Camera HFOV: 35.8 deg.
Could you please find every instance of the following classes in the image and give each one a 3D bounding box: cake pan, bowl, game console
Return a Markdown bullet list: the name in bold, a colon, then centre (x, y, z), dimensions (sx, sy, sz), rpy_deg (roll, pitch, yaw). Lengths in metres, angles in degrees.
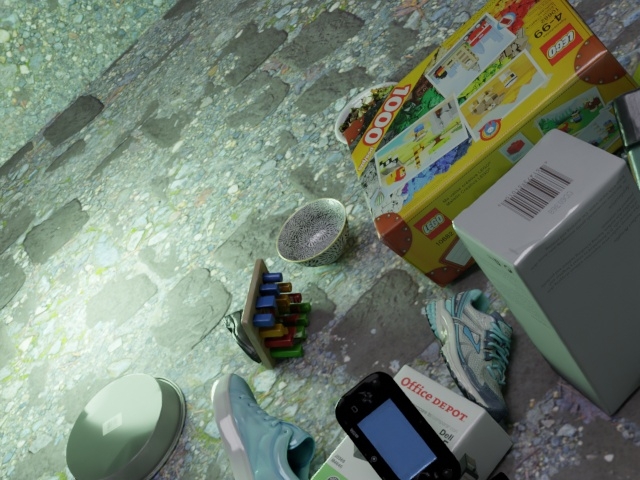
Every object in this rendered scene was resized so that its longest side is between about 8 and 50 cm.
- **cake pan**: centre (-0.412, 0.395, 2.047), dimensions (0.293, 0.054, 0.293), rpy_deg (-24, 40, 21)
- **bowl**: centre (0.000, 0.000, 2.073), dimensions (0.170, 0.080, 0.170), rpy_deg (-24, 40, 21)
- **game console**: centre (0.149, 0.363, 1.430), dimensions (0.213, 0.044, 0.361), rpy_deg (-37, 77, -10)

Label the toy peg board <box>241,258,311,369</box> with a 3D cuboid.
- **toy peg board**: centre (-0.080, 0.143, 1.944), dimensions (0.079, 0.160, 0.161), rpy_deg (-5, 47, 17)

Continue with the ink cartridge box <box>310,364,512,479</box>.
- **ink cartridge box**: centre (0.137, 0.358, 1.563), dimensions (0.273, 0.114, 0.198), rpy_deg (-50, 38, -13)

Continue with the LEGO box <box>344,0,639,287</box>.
- **LEGO box**: centre (0.314, -0.217, 1.852), dimensions (0.500, 0.193, 0.372), rpy_deg (-41, 35, 19)

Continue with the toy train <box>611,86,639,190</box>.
- **toy train**: centre (0.546, -0.088, 1.545), dimensions (0.142, 0.190, 0.333), rpy_deg (-16, 68, 24)

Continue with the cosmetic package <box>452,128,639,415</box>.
- **cosmetic package**: centre (0.385, 0.053, 1.441), dimensions (0.217, 0.385, 0.156), rpy_deg (-42, 38, -6)

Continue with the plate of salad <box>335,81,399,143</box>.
- **plate of salad**: centre (0.115, -0.305, 2.311), dimensions (0.200, 0.048, 0.199), rpy_deg (-22, 41, 21)

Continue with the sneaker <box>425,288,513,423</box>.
- **sneaker**: centre (0.265, 0.177, 1.646), dimensions (0.122, 0.110, 0.283), rpy_deg (-29, 38, 9)

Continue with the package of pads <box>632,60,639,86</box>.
- **package of pads**: centre (0.689, -0.303, 1.698), dimensions (0.296, 0.101, 0.229), rpy_deg (44, 120, 53)

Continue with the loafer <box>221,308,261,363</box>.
- **loafer**: centre (-0.147, 0.189, 2.026), dimensions (0.061, 0.062, 0.170), rpy_deg (-38, 38, -4)

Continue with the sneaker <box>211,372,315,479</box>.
- **sneaker**: centre (-0.082, 0.363, 1.750), dimensions (0.150, 0.135, 0.366), rpy_deg (-29, 47, 3)
